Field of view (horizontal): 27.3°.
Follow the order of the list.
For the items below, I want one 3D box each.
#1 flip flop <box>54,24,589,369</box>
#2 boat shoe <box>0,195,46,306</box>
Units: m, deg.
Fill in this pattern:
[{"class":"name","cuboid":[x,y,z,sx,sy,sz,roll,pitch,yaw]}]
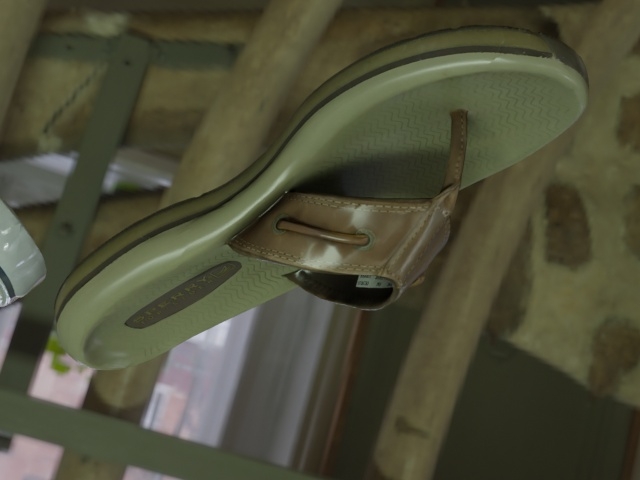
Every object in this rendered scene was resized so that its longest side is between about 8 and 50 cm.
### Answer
[{"class":"flip flop","cuboid":[0.000,0.000,0.589,0.277,0.080,0.112,-30,149,16]},{"class":"boat shoe","cuboid":[-0.323,0.029,0.982,0.136,0.156,0.367,52,157,-14]}]
